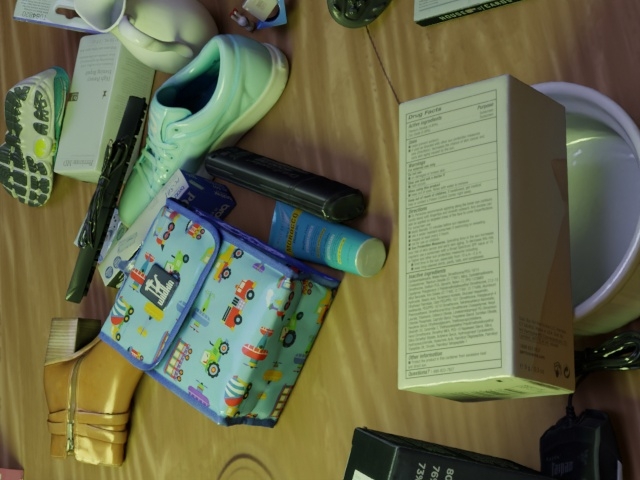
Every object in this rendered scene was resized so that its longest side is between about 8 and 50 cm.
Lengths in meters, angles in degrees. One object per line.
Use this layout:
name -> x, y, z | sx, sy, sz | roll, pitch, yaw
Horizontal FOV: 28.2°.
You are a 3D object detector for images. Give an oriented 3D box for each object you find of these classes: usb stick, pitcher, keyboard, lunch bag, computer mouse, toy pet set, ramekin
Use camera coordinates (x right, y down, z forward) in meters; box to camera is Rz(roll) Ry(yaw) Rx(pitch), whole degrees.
usb stick -> -0.054, -0.079, 1.752 | 0.278, 0.077, 0.045 | 22, 119, 43
pitcher -> -0.241, -0.311, 1.897 | 0.125, 0.207, 0.178 | -52, 50, 17
keyboard -> -0.311, -0.060, 1.861 | 0.201, 0.033, 0.317 | -104, 32, -85
lunch bag -> -0.157, 0.087, 1.715 | 0.293, 0.138, 0.221 | 27, 95, 31
computer mouse -> 0.308, 0.226, 1.346 | 0.184, 0.060, 0.262 | -29, 49, 42
toy pet set -> -0.074, -0.356, 1.878 | 0.122, 0.065, 0.114 | -54, 14, 13
ramekin -> 0.268, -0.024, 1.404 | 0.277, 0.135, 0.277 | -15, 68, 39

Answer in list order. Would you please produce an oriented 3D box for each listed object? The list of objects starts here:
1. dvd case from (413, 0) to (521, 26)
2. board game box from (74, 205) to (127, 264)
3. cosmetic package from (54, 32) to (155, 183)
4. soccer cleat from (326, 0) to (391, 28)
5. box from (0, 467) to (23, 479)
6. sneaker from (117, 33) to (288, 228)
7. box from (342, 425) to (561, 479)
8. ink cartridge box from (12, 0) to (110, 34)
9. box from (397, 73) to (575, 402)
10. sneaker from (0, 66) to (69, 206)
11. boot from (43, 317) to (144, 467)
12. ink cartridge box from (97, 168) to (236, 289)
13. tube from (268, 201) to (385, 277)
dvd case -> 0.203, -0.409, 1.649 | 0.179, 0.029, 0.238 | -9, 72, 40
board game box -> -0.348, -0.016, 2.034 | 0.090, 0.020, 0.090 | 33, 100, 42
cosmetic package -> -0.344, -0.211, 2.045 | 0.117, 0.085, 0.231 | 1, 77, 43
soccer cleat -> 0.065, -0.447, 1.752 | 0.116, 0.109, 0.318 | -163, 82, -72
box -> -0.605, 0.478, 2.051 | 0.243, 0.117, 0.213 | -13, 69, 40
sneaker -> -0.213, -0.165, 1.868 | 0.366, 0.150, 0.135 | -51, 49, 19
box -> 0.127, 0.294, 1.326 | 0.108, 0.207, 0.153 | 8, 82, 68
ink cartridge box -> -0.388, -0.454, 2.124 | 0.223, 0.045, 0.224 | 13, 88, 19
box -> 0.168, 0.002, 1.309 | 0.148, 0.121, 0.311 | -10, 71, 40
sneaker -> -0.461, -0.166, 2.103 | 0.107, 0.110, 0.275 | 28, 132, 6
boot -> -0.302, 0.223, 1.869 | 0.283, 0.109, 0.220 | -2, 83, 30
ink cartridge box -> -0.226, -0.007, 1.868 | 0.207, 0.097, 0.046 | -49, 50, 21
tube -> 0.000, 0.000, 1.701 | 0.207, 0.052, 0.080 | 18, 94, 48
